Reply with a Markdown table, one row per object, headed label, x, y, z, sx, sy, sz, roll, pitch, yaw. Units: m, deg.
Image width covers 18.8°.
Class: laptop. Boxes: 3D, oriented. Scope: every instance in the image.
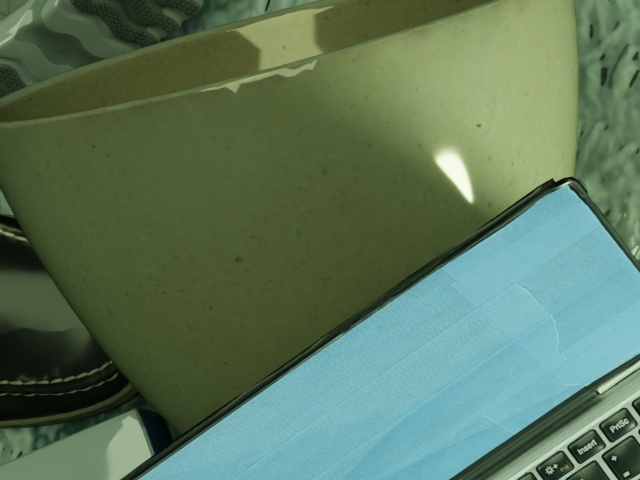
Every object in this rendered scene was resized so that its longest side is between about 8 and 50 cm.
| label | x | y | z | sx | sy | sz | roll | pitch | yaw |
| --- | --- | --- | --- | --- | --- | --- | --- | --- | --- |
| laptop | 0.067 | 0.218 | 0.936 | 0.382 | 0.236 | 0.408 | -35 | 99 | 8 |

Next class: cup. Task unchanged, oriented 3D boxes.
| label | x | y | z | sx | sy | sz | roll | pitch | yaw |
| --- | --- | --- | --- | --- | --- | --- | --- | --- | --- |
| cup | 0.000 | 0.000 | 1.065 | 0.331 | 0.331 | 0.237 | -12 | 102 | 8 |

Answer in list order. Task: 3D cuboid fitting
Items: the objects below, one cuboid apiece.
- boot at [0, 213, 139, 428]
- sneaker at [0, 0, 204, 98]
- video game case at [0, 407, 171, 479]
| label | x | y | z | sx | sy | sz | roll | pitch | yaw |
| --- | --- | --- | --- | --- | --- | --- | --- | --- | --- |
| boot | -0.297 | 0.012 | 1.106 | 0.377 | 0.284 | 0.138 | 13 | 82 | 14 |
| sneaker | -0.187 | -0.132 | 1.229 | 0.281 | 0.105 | 0.115 | -32 | 41 | 8 |
| video game case | -0.167 | 0.269 | 1.150 | 0.244 | 0.061 | 0.269 | -24 | 76 | 7 |
